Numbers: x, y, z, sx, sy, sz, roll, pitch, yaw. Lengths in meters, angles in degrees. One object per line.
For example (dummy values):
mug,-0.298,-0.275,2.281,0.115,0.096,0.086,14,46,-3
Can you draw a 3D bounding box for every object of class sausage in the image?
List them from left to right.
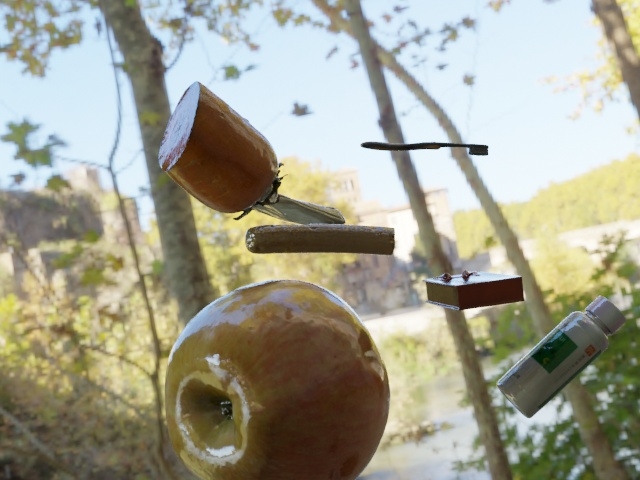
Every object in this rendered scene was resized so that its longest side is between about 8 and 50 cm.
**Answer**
sausage,0.000,-0.001,1.913,0.301,0.065,0.066,2,-8,-12

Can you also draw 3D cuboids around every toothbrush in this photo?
toothbrush,0.253,-0.226,2.327,0.321,0.031,0.023,3,-21,-9

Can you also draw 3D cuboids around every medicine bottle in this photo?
medicine bottle,0.450,0.213,1.792,0.260,0.095,0.095,-41,-5,-1

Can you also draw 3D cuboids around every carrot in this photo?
carrot,-0.202,-0.159,2.007,0.214,0.193,0.331,-38,-50,22

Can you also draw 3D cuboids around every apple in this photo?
apple,-0.078,0.258,1.639,0.391,0.391,0.346,-16,-3,43

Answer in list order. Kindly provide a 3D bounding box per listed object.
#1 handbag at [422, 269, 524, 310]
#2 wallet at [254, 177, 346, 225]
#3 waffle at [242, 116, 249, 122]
handbag,0.275,0.090,1.762,0.127,0.062,0.190,-8,2,-12
wallet,-0.083,-0.089,2.552,0.275,0.068,0.335,22,-8,-25
waffle,-0.216,-0.202,2.218,0.191,0.191,0.038,-10,18,-18
